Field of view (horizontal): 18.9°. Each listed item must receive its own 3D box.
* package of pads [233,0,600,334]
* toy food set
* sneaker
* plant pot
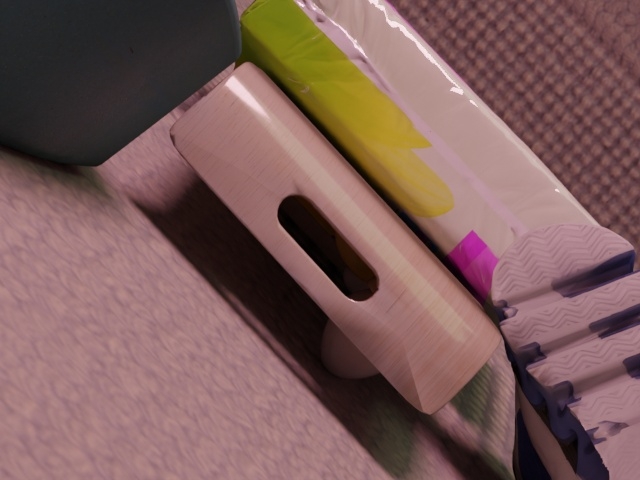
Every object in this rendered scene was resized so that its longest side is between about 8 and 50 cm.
[{"bbox_3d":[0.063,-0.059,1.414,0.296,0.101,0.229,47,-9,2],"label":"package of pads"},{"bbox_3d":[0.000,0.000,1.211,0.220,0.092,0.306,47,3,-3],"label":"toy food set"},{"bbox_3d":[0.200,0.159,1.212,0.182,0.127,0.316,76,-4,-62],"label":"sneaker"},{"bbox_3d":[-0.148,-0.150,0.955,0.166,0.165,0.234,54,3,31],"label":"plant pot"}]
